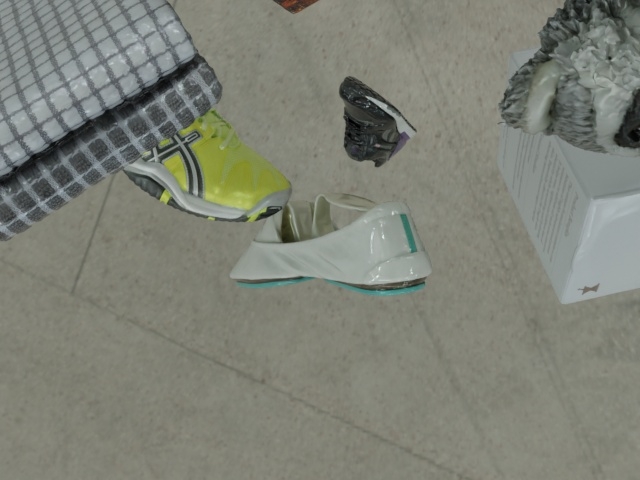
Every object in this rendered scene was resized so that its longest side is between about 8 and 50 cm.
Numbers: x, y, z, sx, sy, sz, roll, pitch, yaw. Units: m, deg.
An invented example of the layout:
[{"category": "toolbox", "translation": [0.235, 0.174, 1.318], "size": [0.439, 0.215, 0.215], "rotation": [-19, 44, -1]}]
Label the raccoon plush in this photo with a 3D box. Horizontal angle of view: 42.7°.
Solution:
[{"category": "raccoon plush", "translation": [0.266, -0.280, 0.659], "size": [0.216, 0.447, 0.299], "rotation": [13, 153, -40]}]

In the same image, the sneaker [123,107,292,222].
[{"category": "sneaker", "translation": [-0.198, -0.154, 1.026], "size": [0.384, 0.145, 0.147], "rotation": [29, 113, -12]}]

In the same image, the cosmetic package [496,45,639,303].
[{"category": "cosmetic package", "translation": [0.566, -0.149, 1.578], "size": [0.327, 0.394, 0.329], "rotation": [-12, 144, -3]}]

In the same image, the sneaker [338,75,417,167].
[{"category": "sneaker", "translation": [0.092, -0.206, 1.547], "size": [0.107, 0.283, 0.124], "rotation": [41, 97, 26]}]

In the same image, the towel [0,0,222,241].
[{"category": "towel", "translation": [-0.237, -0.149, 0.746], "size": [0.235, 0.284, 0.121], "rotation": [-34, 133, -3]}]

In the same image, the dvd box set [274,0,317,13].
[{"category": "dvd box set", "translation": [-0.030, -0.391, 0.826], "size": [0.307, 0.062, 0.420], "rotation": [29, 162, -28]}]

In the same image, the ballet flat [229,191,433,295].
[{"category": "ballet flat", "translation": [0.000, 0.000, 1.125], "size": [0.400, 0.139, 0.139], "rotation": [-2, 126, 55]}]
